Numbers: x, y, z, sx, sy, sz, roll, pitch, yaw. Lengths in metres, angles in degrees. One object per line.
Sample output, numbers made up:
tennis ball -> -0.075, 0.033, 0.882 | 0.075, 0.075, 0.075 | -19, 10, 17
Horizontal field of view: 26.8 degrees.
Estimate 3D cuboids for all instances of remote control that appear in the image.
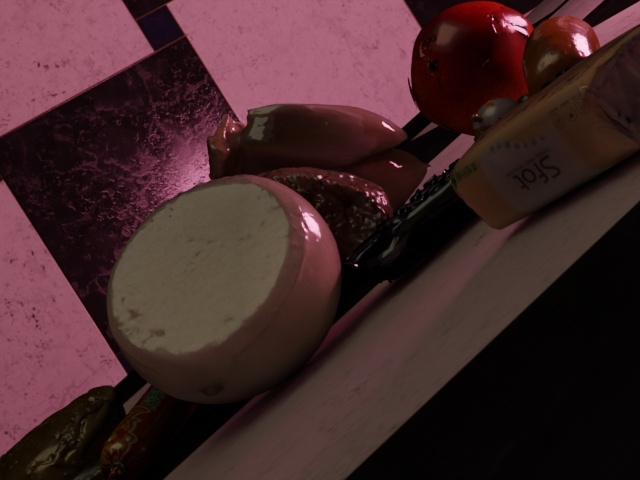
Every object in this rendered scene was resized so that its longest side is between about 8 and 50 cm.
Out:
remote control -> 0.192, -0.081, 1.575 | 0.399, 0.062, 0.144 | -40, 5, -9

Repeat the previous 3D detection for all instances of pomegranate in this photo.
pomegranate -> 0.240, -0.253, 2.043 | 0.210, 0.210, 0.235 | -41, -36, 1

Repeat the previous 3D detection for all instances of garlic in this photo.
garlic -> -0.011, -0.068, 1.968 | 0.132, 0.325, 0.279 | -79, 1, -49

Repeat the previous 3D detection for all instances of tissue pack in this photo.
tissue pack -> 0.247, -0.113, 1.267 | 0.186, 0.090, 0.222 | -41, 5, -38

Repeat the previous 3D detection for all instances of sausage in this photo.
sausage -> -0.230, 0.255, 1.792 | 0.083, 0.083, 0.264 | -39, 6, 20
sausage -> 0.324, -0.242, 1.797 | 0.109, 0.109, 0.270 | -39, 8, 21

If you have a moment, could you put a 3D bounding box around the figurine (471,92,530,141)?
figurine -> 0.270, -0.172, 1.839 | 0.143, 0.068, 0.101 | -25, 9, -9

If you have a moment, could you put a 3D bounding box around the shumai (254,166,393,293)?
shumai -> -0.002, -0.003, 1.854 | 0.218, 0.184, 0.185 | -9, -23, 5

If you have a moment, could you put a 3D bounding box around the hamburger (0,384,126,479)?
hamburger -> -0.377, 0.328, 1.908 | 0.285, 0.134, 0.265 | -40, 2, 38

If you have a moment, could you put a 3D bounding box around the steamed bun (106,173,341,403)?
steamed bun -> -0.101, 0.068, 1.585 | 0.283, 0.177, 0.283 | -14, 54, 20
